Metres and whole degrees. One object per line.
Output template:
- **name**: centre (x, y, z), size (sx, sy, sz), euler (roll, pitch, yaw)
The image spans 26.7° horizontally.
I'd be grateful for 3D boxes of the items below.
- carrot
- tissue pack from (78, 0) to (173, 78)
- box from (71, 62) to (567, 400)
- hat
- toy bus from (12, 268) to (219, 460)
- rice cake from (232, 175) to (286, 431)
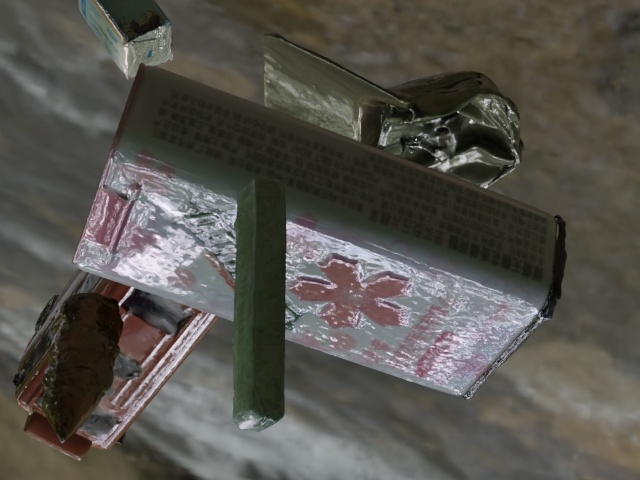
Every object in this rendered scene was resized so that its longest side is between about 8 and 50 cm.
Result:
- **carrot**: centre (-0.315, 0.172, 1.745), size (0.101, 0.263, 0.102), euler (0, 121, 0)
- **tissue pack**: centre (-0.188, -0.215, 1.297), size (0.094, 0.058, 0.074), euler (54, 160, 17)
- **box**: centre (0.000, 0.000, 1.091), size (0.369, 0.112, 0.190), euler (19, 144, -11)
- **hat**: centre (0.066, -0.127, 1.297), size (0.245, 0.149, 0.214), euler (48, 156, 23)
- **toy bus**: centre (-0.290, 0.125, 2.031), size (0.203, 0.233, 0.427), euler (31, 121, -15)
- **rice cake**: centre (-0.038, 0.037, 0.851), size (0.029, 0.171, 0.033), euler (13, 150, -26)
